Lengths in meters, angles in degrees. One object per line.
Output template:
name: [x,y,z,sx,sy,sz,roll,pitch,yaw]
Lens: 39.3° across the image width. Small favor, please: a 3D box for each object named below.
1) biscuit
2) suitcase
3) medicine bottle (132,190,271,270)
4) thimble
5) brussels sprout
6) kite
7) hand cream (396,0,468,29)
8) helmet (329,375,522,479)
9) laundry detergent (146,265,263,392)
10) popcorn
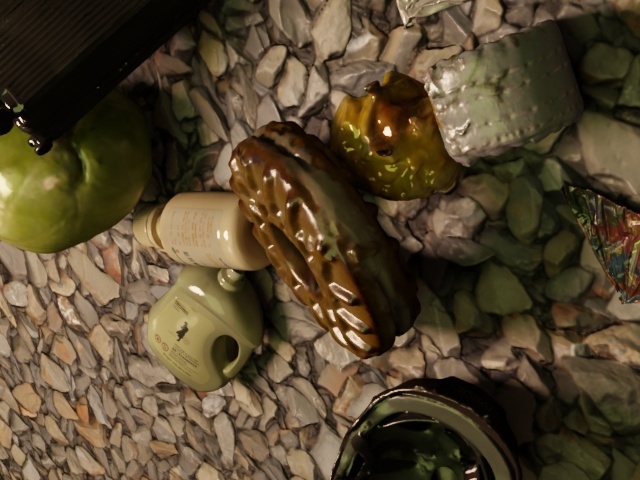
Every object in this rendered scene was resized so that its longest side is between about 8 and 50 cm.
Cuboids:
biscuit: [0.000,0.000,1.120,0.332,0.103,0.332,52,168,16]
suitcase: [-0.336,-0.310,1.179,0.335,0.152,0.229,-42,81,-1]
medicine bottle: [-0.178,-0.018,1.336,0.252,0.114,0.114,4,113,40]
thimble: [0.193,-0.155,0.951,0.151,0.127,0.118,-17,101,25]
brussels sprout: [-0.409,-0.114,1.366,0.316,0.274,0.243,5,135,38]
kite: [0.355,0.002,0.966,0.232,0.009,0.189,32,139,35]
hand cream: [0.179,-0.296,0.957,0.257,0.050,0.084,-5,106,47]
helmet: [0.155,0.282,1.175,0.225,0.177,0.305,37,121,11]
laundry detergent: [-0.173,0.122,1.418,0.181,0.091,0.253,45,132,11]
popcorn: [0.090,-0.119,1.050,0.167,0.152,0.148,26,80,26]
